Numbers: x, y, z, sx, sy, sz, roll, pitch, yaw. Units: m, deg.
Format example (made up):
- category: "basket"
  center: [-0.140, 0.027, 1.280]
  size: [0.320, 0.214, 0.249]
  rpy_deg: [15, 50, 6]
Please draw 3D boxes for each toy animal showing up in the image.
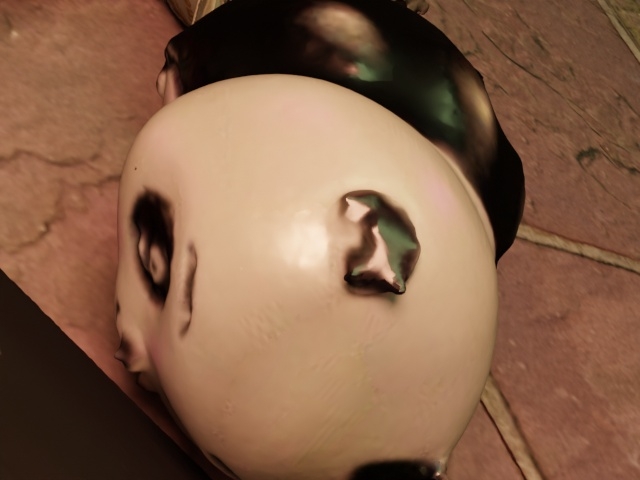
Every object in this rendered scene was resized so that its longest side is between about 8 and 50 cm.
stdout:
- category: "toy animal"
  center: [0.000, 0.000, 0.890]
  size: [0.251, 0.251, 0.310]
  rpy_deg: [30, 27, -21]

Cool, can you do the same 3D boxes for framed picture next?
- category: "framed picture"
  center: [-0.086, 0.121, 0.737]
  size: [0.324, 0.013, 0.244]
  rpy_deg: [46, 5, -10]

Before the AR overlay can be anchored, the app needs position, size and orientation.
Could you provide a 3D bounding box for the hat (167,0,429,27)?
- category: "hat"
  center: [-0.063, -0.177, 1.224]
  size: [0.258, 0.168, 0.301]
  rpy_deg: [46, 45, -37]
